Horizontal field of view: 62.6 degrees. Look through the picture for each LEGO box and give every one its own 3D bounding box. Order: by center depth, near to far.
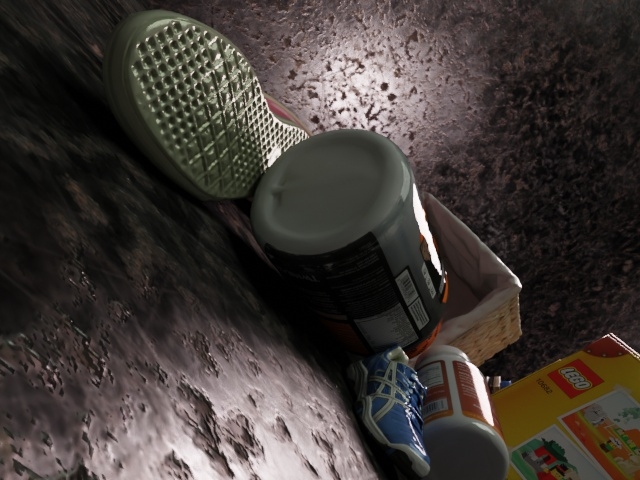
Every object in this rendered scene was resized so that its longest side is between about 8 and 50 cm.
[{"bbox_3d":[0.461,0.418,0.785,0.500,0.372,0.193,-120,-175,-62],"label":"LEGO box"}]

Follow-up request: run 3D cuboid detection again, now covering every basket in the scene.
[{"bbox_3d":[0.223,0.135,1.187,0.331,0.328,0.266,55,-1,39],"label":"basket"}]

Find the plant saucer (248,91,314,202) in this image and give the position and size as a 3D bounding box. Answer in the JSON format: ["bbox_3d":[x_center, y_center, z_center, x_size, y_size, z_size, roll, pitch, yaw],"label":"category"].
[{"bbox_3d":[-0.094,-0.179,0.995,0.332,0.084,0.332,36,27,-22],"label":"plant saucer"}]

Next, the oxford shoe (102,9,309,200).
[{"bbox_3d":[-0.132,-0.134,0.653,0.130,0.169,0.449,19,1,15],"label":"oxford shoe"}]

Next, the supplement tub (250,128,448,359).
[{"bbox_3d":[0.060,0.030,0.733,0.207,0.207,0.338,56,-2,41],"label":"supplement tub"}]

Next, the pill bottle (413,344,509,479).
[{"bbox_3d":[0.177,0.235,0.720,0.121,0.121,0.216,53,17,-9],"label":"pill bottle"}]

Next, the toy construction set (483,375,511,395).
[{"bbox_3d":[0.441,0.461,1.228,0.237,0.308,0.257,57,8,-33],"label":"toy construction set"}]

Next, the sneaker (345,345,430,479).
[{"bbox_3d":[0.088,0.192,0.631,0.080,0.081,0.211,54,4,-22],"label":"sneaker"}]
